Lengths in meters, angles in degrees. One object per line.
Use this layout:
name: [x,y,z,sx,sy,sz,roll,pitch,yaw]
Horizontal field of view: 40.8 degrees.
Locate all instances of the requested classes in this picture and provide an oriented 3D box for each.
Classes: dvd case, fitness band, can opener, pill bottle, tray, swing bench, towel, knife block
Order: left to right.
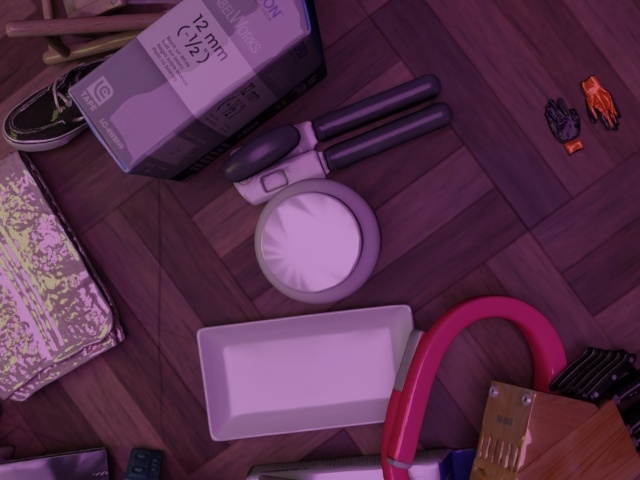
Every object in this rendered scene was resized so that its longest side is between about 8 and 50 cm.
towel: [-0.388,0.049,1.094,0.187,0.049,0.282,-31,89,4]
dvd case: [-0.373,0.352,1.069,0.221,0.018,0.164,-5,99,-14]
swing bench: [-0.243,-0.365,1.021,0.255,0.165,0.253,-9,90,-1]
tray: [-0.013,0.164,1.076,0.270,0.030,0.145,-7,90,5]
pill bottle: [0.000,0.000,0.963,0.136,0.246,0.136,0,91,5]
can opener: [0.019,-0.122,1.035,0.283,0.095,0.076,-21,90,5]
fitness band: [0.185,0.206,1.010,0.209,0.054,0.291,18,84,-17]
knife block: [0.302,0.251,0.981,0.242,0.088,0.275,16,83,-19]

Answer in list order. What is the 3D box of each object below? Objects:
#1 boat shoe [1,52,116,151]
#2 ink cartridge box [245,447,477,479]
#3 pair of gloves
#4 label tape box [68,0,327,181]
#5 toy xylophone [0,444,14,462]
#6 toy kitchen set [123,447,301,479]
boat shoe: [-0.300,-0.181,1.062,0.219,0.070,0.077,-25,76,0]
ink cartridge box: [0.087,0.429,1.057,0.330,0.071,0.324,-6,90,6]
pair of gloves: [0.322,-0.153,1.054,0.083,0.010,0.074,-30,90,7]
label tape box: [-0.077,-0.210,0.963,0.348,0.249,0.115,-34,88,4]
toy xylophone: [-0.544,0.237,1.092,0.323,0.081,0.236,31,92,3]
toy kitchen set: [-0.134,0.304,1.031,0.207,0.166,0.122,11,102,-8]
